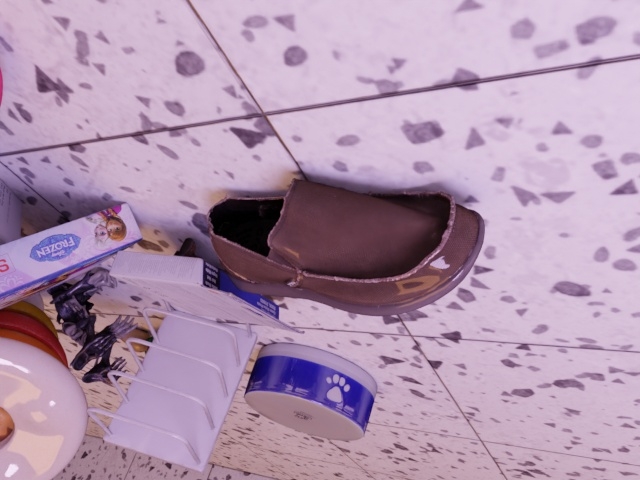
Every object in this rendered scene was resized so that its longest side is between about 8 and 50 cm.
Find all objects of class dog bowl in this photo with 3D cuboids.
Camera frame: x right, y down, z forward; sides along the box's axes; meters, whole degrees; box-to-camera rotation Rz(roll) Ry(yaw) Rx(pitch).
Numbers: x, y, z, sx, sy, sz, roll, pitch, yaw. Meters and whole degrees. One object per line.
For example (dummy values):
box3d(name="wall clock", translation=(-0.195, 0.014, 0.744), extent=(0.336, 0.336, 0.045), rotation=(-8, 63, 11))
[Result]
box3d(name="dog bowl", translation=(-0.021, 0.320, 1.224), extent=(0.265, 0.104, 0.265), rotation=(15, 149, 9))

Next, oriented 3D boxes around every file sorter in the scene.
box3d(name="file sorter", translation=(-0.255, 0.231, 1.053), extent=(0.193, 0.278, 0.173), rotation=(14, 145, 9))

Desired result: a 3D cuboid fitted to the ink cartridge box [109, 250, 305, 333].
box3d(name="ink cartridge box", translation=(-0.160, 0.079, 0.887), extent=(0.224, 0.045, 0.223), rotation=(6, 161, 28))

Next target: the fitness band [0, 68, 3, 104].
box3d(name="fitness band", translation=(-0.491, -0.207, 0.618), extent=(0.291, 0.054, 0.209), rotation=(31, 121, -18))

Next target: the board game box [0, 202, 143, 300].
box3d(name="board game box", translation=(-0.479, 0.061, 0.887), extent=(0.318, 0.318, 0.066), rotation=(-20, 95, 48))

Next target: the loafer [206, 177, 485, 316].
box3d(name="loafer", translation=(0.000, 0.000, 0.672), extent=(0.366, 0.134, 0.130), rotation=(-5, 142, 35))

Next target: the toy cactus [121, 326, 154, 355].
box3d(name="toy cactus", translation=(-0.390, 0.265, 1.365), extent=(0.180, 0.112, 0.219), rotation=(30, 158, 2))

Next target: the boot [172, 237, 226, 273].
box3d(name="boot", translation=(-0.176, 0.043, 0.939), extent=(0.114, 0.037, 0.106), rotation=(30, 154, -17))

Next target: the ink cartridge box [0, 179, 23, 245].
box3d(name="ink cartridge box", translation=(-0.610, -0.067, 0.841), extent=(0.211, 0.121, 0.289), rotation=(-22, 141, 2))

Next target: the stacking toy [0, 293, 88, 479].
box3d(name="stacking toy", translation=(-0.641, 0.235, 1.166), extent=(0.350, 0.350, 0.480), rotation=(39, -173, -29))

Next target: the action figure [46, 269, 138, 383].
box3d(name="action figure", translation=(-0.437, 0.149, 1.137), extent=(0.276, 0.141, 0.164), rotation=(47, 160, 46))
